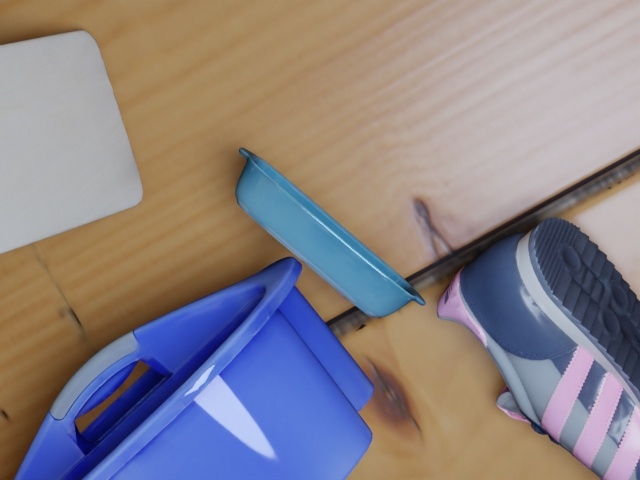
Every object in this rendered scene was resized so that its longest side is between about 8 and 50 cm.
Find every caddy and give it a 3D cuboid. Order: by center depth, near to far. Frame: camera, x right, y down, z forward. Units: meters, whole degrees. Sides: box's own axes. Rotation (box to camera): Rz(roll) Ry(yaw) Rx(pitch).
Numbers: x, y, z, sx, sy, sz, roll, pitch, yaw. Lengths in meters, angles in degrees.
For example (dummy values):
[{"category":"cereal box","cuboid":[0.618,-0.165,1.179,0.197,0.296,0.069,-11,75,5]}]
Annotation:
[{"category":"caddy","cuboid":[-0.116,0.157,1.060,0.341,0.241,0.179,-43,96,10]}]

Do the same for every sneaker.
[{"category":"sneaker","cuboid":[0.218,0.131,1.103,0.131,0.112,0.319,-27,101,40]}]

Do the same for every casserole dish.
[{"category":"casserole dish","cuboid":[0.000,0.000,1.085,0.188,0.114,0.037,41,94,-1]}]

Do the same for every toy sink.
[{"category":"toy sink","cuboid":[-0.278,-0.063,1.087,0.131,0.234,0.153,-12,99,38]}]
